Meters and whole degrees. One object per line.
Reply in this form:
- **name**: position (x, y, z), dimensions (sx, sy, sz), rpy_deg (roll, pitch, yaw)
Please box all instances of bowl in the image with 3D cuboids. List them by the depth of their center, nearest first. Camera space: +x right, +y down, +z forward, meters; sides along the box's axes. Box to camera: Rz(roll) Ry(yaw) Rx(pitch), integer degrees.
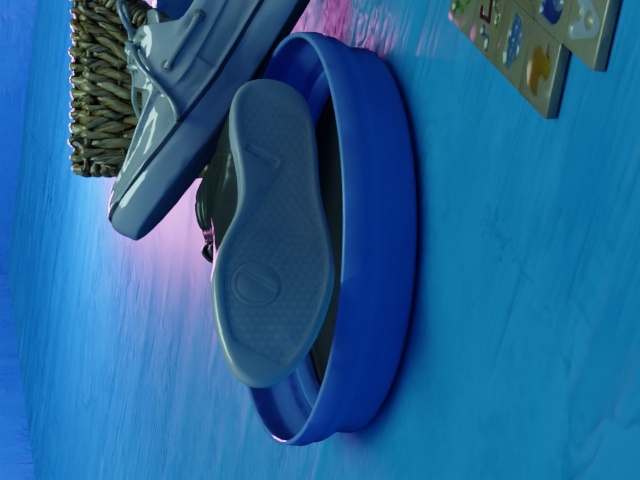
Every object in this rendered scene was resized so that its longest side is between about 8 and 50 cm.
- **bowl**: position (0.000, 0.000, 1.669), dimensions (0.391, 0.077, 0.391), rpy_deg (-178, 90, -74)

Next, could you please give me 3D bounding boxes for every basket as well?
- **basket**: position (-0.161, -0.188, 1.965), dimensions (0.299, 0.213, 0.223), rpy_deg (-85, -4, -84)

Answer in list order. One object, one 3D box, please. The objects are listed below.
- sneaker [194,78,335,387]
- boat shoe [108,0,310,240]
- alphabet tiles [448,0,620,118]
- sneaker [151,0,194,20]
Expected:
- **sneaker**: position (-0.055, 0.017, 1.554), dimensions (0.147, 0.104, 0.296), rpy_deg (115, 158, -57)
- **boat shoe**: position (-0.140, -0.186, 1.746), dimensions (0.367, 0.156, 0.136), rpy_deg (-58, -3, -1)
- **alphabet tiles**: position (0.158, -0.262, 1.283), dimensions (0.342, 0.011, 0.285), rpy_deg (-119, 35, -60)
- **sneaker**: position (-0.179, -0.340, 2.299), dimensions (0.228, 0.087, 0.092), rpy_deg (135, 136, -64)
